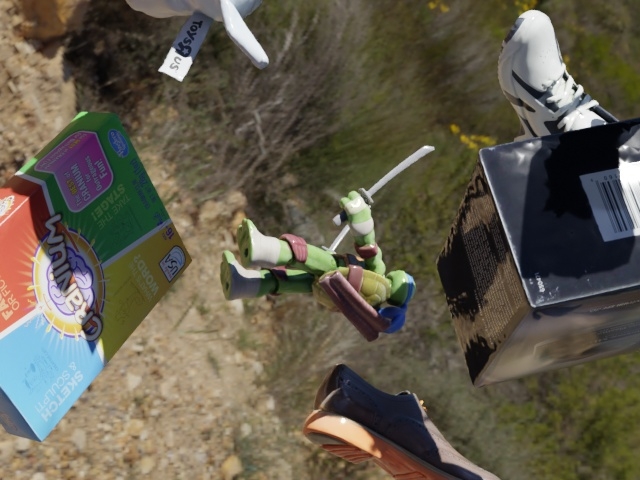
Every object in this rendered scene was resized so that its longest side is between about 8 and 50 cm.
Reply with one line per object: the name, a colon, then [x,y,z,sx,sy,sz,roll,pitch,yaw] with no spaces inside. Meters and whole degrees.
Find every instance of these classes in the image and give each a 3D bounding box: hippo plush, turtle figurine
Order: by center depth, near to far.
hippo plush: [-0.151,-0.345,0.997,0.236,0.234,0.294,56,44,-42]
turtle figurine: [0.000,0.000,1.403,0.266,0.198,0.275,3,90,-23]

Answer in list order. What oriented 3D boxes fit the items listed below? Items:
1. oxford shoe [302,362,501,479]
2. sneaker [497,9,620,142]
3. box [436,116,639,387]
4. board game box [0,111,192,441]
oxford shoe: [0.152,0.306,1.524,0.363,0.130,0.133,30,63,-21]
sneaker: [0.301,-0.156,1.177,0.094,0.153,0.235,-35,132,-30]
box: [0.308,0.016,1.083,0.294,0.296,0.183,95,-18,-67]
board game box: [-0.304,0.037,1.168,0.316,0.064,0.242,-54,136,-36]
